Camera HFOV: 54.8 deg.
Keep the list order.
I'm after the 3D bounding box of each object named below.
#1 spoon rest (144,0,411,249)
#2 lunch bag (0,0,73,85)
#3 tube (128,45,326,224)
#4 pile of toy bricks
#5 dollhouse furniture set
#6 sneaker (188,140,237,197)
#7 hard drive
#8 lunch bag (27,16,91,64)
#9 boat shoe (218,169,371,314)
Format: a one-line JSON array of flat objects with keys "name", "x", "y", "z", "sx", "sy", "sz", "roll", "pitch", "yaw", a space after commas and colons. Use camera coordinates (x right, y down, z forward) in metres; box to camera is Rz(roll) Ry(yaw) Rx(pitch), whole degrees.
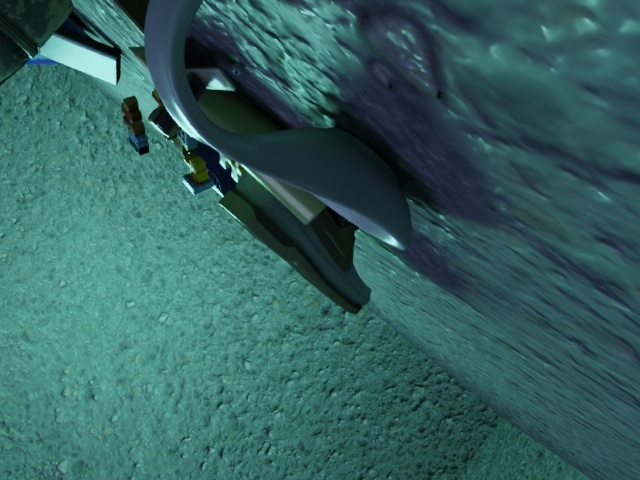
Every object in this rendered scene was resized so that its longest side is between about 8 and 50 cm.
[{"name": "spoon rest", "x": -0.025, "y": -0.070, "z": 0.451, "sx": 0.137, "sy": 0.084, "sz": 0.276, "roll": 34, "pitch": 173, "yaw": 48}, {"name": "lunch bag", "x": -0.515, "y": -0.321, "z": 0.777, "sx": 0.305, "sy": 0.256, "sz": 0.212, "roll": 38, "pitch": 176, "yaw": 5}, {"name": "tube", "x": -0.083, "y": -0.116, "z": 0.625, "sx": 0.240, "sy": 0.062, "sz": 0.070, "roll": 41, "pitch": 158, "yaw": -5}, {"name": "pile of toy bricks", "x": -0.189, "y": -0.164, "z": 0.834, "sx": 0.212, "sy": 0.118, "sz": 0.105, "roll": 47, "pitch": 147, "yaw": 26}, {"name": "dollhouse furniture set", "x": -0.125, "y": -0.154, "z": 0.514, "sx": 0.081, "sy": 0.091, "sz": 0.114, "roll": 14, "pitch": 157, "yaw": 41}, {"name": "sneaker", "x": -0.187, "y": -0.134, "z": 1.195, "sx": 0.232, "sy": 0.081, "sz": 0.090, "roll": 46, "pitch": 178, "yaw": -6}, {"name": "hard drive", "x": -0.404, "y": -0.314, "z": 1.031, "sx": 0.135, "sy": 0.022, "sz": 0.094, "roll": 21, "pitch": 161, "yaw": -12}, {"name": "lunch bag", "x": -0.540, "y": -0.409, "z": 1.071, "sx": 0.293, "sy": 0.138, "sz": 0.221, "roll": 24, "pitch": 165, "yaw": 37}, {"name": "boat shoe", "x": 0.000, "y": 0.000, "z": 0.805, "sx": 0.113, "sy": 0.103, "sz": 0.302, "roll": 36, "pitch": 174, "yaw": 40}]
